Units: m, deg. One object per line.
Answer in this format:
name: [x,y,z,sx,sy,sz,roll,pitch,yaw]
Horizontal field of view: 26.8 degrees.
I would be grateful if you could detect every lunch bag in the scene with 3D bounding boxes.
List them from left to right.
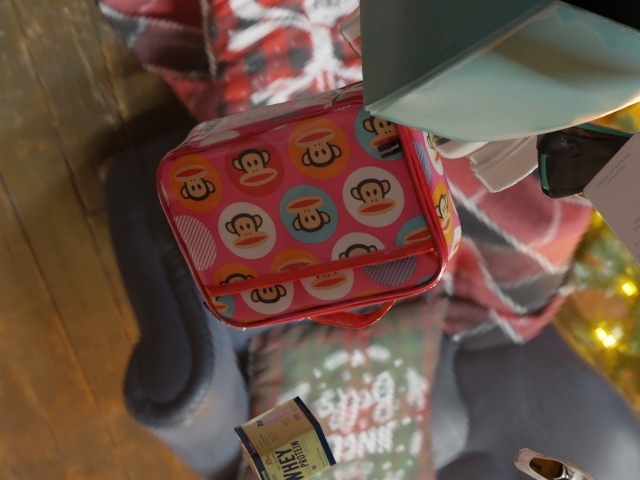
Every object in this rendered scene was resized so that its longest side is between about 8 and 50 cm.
lunch bag: [-0.006,-0.021,1.424,0.293,0.258,0.120,-13,-161,23]

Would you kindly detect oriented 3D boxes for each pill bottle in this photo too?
pill bottle: [0.187,-0.227,1.861,0.176,0.318,0.176,-38,-169,8]

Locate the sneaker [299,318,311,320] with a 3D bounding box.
sneaker: [0.000,0.001,1.664,0.182,0.127,0.315,-56,171,-38]

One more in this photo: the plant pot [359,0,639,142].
plant pot: [0.140,-0.171,0.980,0.166,0.165,0.234,13,154,-32]

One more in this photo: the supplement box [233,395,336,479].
supplement box: [-0.040,0.228,1.488,0.083,0.083,0.056,-26,112,-10]

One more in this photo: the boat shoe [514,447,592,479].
boat shoe: [0.265,0.259,1.494,0.100,0.035,0.035,27,85,-17]

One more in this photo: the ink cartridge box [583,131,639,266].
ink cartridge box: [0.267,0.014,0.875,0.104,0.181,0.061,-5,144,-45]

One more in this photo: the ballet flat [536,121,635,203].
ballet flat: [0.335,-0.070,1.353,0.280,0.095,0.096,3,104,-21]
